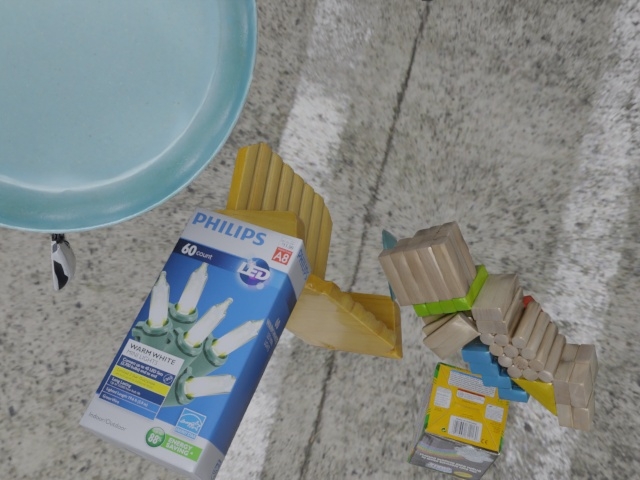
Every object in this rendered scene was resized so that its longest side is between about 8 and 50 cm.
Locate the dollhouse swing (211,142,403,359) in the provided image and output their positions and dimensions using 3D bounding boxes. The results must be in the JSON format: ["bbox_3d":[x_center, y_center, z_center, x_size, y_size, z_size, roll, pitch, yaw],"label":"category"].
[{"bbox_3d":[0.000,0.000,1.478,0.315,0.347,0.305,2,62,41],"label":"dollhouse swing"}]

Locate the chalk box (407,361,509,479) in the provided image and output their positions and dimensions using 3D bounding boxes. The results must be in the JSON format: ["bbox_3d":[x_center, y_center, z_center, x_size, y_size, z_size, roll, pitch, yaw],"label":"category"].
[{"bbox_3d":[0.234,0.326,1.397,0.132,0.213,0.132,16,58,4],"label":"chalk box"}]

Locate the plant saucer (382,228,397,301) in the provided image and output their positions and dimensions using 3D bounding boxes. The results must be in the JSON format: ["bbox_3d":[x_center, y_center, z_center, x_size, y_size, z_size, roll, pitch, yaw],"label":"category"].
[{"bbox_3d":[0.118,0.039,1.309,0.021,0.119,0.119,-8,88,1],"label":"plant saucer"}]

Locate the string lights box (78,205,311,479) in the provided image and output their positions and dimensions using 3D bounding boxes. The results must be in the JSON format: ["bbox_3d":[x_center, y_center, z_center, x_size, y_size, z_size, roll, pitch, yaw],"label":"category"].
[{"bbox_3d":[-0.122,0.105,0.845,0.133,0.077,0.260,17,67,16],"label":"string lights box"}]

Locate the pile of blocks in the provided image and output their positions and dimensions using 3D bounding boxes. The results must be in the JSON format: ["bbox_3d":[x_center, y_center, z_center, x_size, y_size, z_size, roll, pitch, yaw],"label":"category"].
[{"bbox_3d":[0.241,0.111,1.119,0.362,0.112,0.149,45,133,-3],"label":"pile of blocks"}]

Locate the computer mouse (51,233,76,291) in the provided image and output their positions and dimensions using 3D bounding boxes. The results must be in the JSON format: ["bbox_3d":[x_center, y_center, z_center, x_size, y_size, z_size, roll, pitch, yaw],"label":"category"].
[{"bbox_3d":[-0.475,0.015,1.491,0.042,0.193,0.106,-2,45,-15],"label":"computer mouse"}]

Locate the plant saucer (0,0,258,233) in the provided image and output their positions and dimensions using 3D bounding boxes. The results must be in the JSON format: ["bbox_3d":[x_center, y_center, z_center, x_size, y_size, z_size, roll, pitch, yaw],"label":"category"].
[{"bbox_3d":[-0.206,-0.161,0.601,0.317,0.044,0.318,-2,108,-5],"label":"plant saucer"}]
